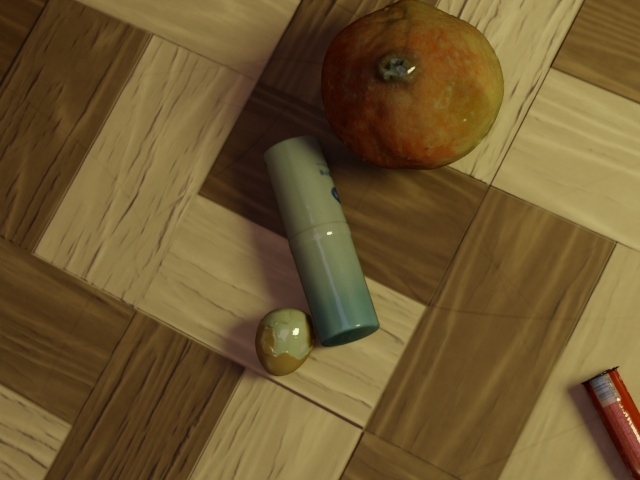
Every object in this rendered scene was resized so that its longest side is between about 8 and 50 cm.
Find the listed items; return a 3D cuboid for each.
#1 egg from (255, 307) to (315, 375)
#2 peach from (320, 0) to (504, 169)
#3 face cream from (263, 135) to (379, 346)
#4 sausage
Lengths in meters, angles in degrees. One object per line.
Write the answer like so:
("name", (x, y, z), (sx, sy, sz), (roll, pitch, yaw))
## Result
("egg", (-0.044, 0.122, 1.429), (0.071, 0.071, 0.083), (8, 83, 14))
("peach", (0.104, -0.184, 1.386), (0.233, 0.232, 0.232), (-3, 77, 12))
("face cream", (0.000, 0.000, 1.443), (0.077, 0.077, 0.250), (-19, 74, 8))
("sausage", (0.347, 0.214, 1.337), (0.048, 0.050, 0.145), (-36, 71, 31))
